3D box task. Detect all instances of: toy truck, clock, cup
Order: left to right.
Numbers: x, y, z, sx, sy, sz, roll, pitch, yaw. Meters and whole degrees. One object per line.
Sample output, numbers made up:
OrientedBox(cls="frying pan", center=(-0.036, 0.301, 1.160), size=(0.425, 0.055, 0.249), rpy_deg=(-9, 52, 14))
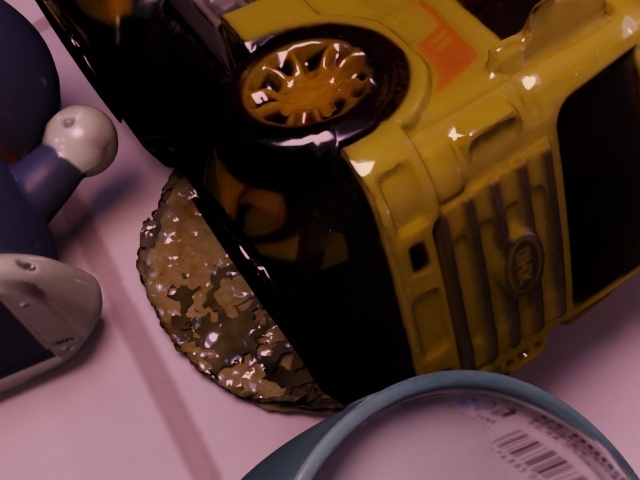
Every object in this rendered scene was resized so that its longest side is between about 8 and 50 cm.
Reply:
OrientedBox(cls="clock", center=(-0.209, -0.036, 0.676), size=(0.199, 0.146, 0.243), rpy_deg=(-23, 61, 5))
OrientedBox(cls="toy truck", center=(0.010, -0.114, 0.615), size=(0.254, 0.181, 0.405), rpy_deg=(-30, 46, -9))
OrientedBox(cls="cup", center=(0.019, 0.146, 0.450), size=(0.299, 0.173, 0.168), rpy_deg=(5, 71, -24))

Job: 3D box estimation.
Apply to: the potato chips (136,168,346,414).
OrientedBox(cls="potato chips", center=(0.001, 0.003, 0.660), size=(0.202, 0.029, 0.220), rpy_deg=(-22, 51, 1))
